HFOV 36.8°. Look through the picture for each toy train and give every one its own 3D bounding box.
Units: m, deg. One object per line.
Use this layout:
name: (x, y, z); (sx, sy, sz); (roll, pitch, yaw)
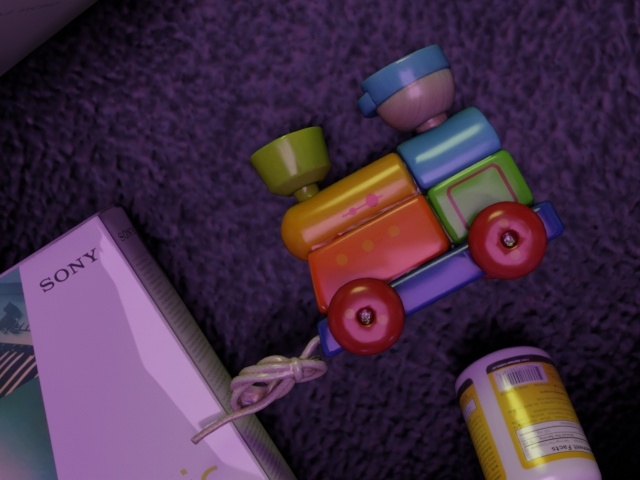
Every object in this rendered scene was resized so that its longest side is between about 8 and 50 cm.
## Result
toy train: (0.000, 0.000, 0.564); (0.248, 0.105, 0.143); (-28, 86, 2)

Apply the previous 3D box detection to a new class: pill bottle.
pill bottle: (0.126, 0.127, 0.569); (0.065, 0.065, 0.116); (-19, 54, 6)

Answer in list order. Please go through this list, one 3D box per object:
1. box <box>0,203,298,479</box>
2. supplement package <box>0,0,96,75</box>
box: (-0.144, 0.171, 0.623); (0.232, 0.058, 0.322); (-32, 95, 7)
supplement package: (-0.264, -0.196, 0.473); (0.198, 0.199, 0.263); (-27, 97, 27)
